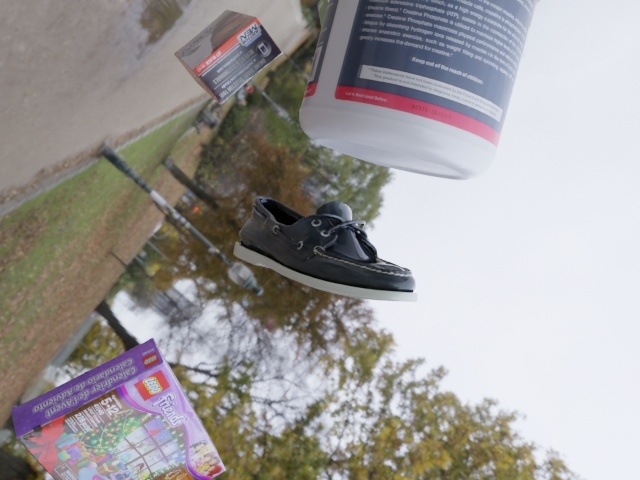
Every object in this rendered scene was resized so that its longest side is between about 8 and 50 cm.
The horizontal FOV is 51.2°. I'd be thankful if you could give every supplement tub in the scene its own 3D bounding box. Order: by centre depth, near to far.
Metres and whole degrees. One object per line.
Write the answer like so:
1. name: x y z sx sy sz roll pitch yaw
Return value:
1. supplement tub: 0.100 -0.207 0.630 0.191 0.191 0.272 -153 -102 -77

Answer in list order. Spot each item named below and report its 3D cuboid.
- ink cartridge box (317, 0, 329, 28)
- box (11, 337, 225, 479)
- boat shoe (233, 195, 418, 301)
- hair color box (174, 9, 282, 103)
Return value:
1. ink cartridge box: 0.060 -0.363 1.111 0.109 0.209 0.062 -9 177 -15
2. box: -0.274 0.291 0.957 0.201 0.293 0.057 -27 -136 -13
3. boat shoe: 0.003 0.001 0.897 0.340 0.127 0.113 16 -85 55
4. hair color box: -0.116 -0.225 0.799 0.093 0.053 0.167 -40 -151 -2
